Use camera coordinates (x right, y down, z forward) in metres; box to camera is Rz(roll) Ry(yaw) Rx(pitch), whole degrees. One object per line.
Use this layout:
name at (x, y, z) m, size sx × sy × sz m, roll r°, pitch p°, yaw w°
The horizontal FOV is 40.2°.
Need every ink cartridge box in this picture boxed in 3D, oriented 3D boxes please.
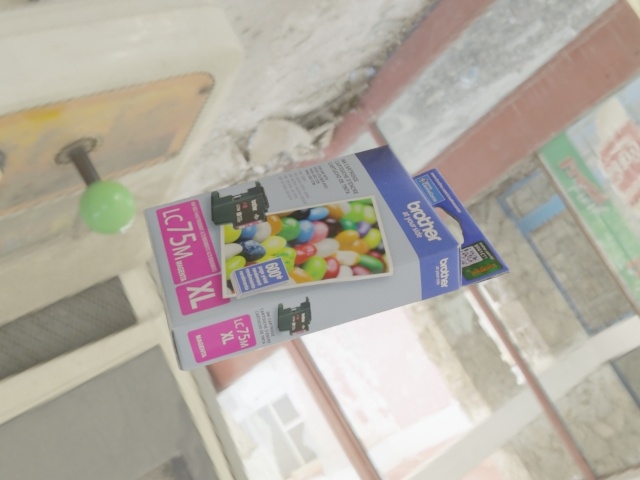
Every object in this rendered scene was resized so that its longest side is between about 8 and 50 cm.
ink cartridge box at (0.000, 0.000, 0.824) m, size 0.310 × 0.186 × 0.065 m, roll -14°, pitch 129°, yaw -10°
